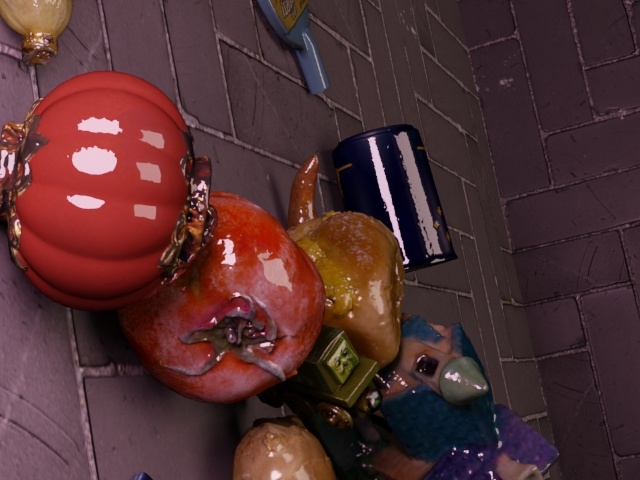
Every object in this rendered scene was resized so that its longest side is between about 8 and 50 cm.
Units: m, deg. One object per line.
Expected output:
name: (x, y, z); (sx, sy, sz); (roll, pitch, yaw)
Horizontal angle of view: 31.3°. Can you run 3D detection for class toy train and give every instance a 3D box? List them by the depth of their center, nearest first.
toy train: (-0.025, 0.152, 1.415); (0.090, 0.225, 0.137); (-50, 130, -29)

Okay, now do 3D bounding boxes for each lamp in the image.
lamp: (-0.197, -0.045, 1.063); (0.227, 0.227, 0.227); (-14, 90, -71)

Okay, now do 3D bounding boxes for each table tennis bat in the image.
table tennis bat: (-0.060, -0.408, 1.967); (0.215, 0.044, 0.329); (-69, 139, -60)

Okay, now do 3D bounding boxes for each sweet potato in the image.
sweet potato: (-0.011, -0.001, 1.756); (0.058, 0.078, 0.255); (-30, 107, -70)

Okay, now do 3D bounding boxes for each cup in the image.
cup: (0.106, -0.059, 2.077); (0.178, 0.255, 0.256); (-12, 84, -33)

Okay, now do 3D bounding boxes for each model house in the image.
model house: (0.173, 0.284, 1.639); (0.245, 0.280, 0.312); (-40, 123, -21)

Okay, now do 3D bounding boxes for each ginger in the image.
ginger: (-0.048, 0.402, 1.378); (0.236, 0.166, 0.375); (166, -67, -75)

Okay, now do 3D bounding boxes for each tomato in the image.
tomato: (-0.111, 0.061, 1.242); (0.188, 0.232, 0.232); (-106, 172, -60)

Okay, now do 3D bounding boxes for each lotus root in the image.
lotus root: (-0.294, -0.269, 1.155); (0.090, 0.077, 0.183); (-9, 84, -70)

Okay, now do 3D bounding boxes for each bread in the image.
bread: (0.013, 0.058, 1.608); (0.246, 0.196, 0.176); (-80, 157, -53)

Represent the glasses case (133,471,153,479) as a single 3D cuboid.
glasses case: (-0.171, 0.279, 1.197); (0.033, 0.023, 0.083); (-72, 143, -55)
